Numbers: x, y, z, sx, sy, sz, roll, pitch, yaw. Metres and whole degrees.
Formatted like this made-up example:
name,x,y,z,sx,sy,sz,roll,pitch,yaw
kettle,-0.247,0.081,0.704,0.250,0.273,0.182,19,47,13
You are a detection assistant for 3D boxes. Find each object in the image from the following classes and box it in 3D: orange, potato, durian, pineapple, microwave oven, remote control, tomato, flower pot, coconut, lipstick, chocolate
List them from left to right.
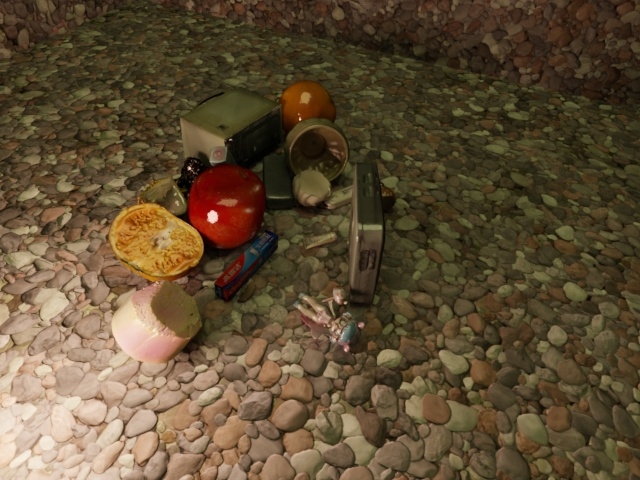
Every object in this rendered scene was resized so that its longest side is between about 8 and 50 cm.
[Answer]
name,x,y,z,sx,sy,sz,roll,pitch,yaw
orange,-0.594,0.010,1.576,0.310,0.274,0.274,44,42,-24
coconut,-0.509,0.256,1.359,0.233,0.245,0.233,33,34,-26
durian,-0.651,-0.141,1.789,0.138,0.183,0.250,-35,25,18
chocolate,-0.574,-0.310,1.965,0.156,0.133,0.156,1,44,-1
tomato,-0.367,-0.130,1.707,0.289,0.293,0.325,4,52,-23
lipstick,-0.389,-0.295,1.860,0.077,0.290,0.076,-1,71,5
microwave oven,-0.418,-0.518,2.098,0.333,0.247,0.394,30,51,21
potato,-0.268,0.184,1.585,0.037,0.036,0.093,38,67,-17
orange,-0.070,-0.646,2.214,0.312,0.312,0.312,2,46,-2
flower pot,-0.024,-0.427,2.024,0.307,0.308,0.244,-5,31,-9
remote control,0.112,-0.203,1.974,0.221,0.042,0.078,-22,53,-22
pineapple,0.270,-0.216,1.968,0.108,0.108,0.198,-4,36,-8

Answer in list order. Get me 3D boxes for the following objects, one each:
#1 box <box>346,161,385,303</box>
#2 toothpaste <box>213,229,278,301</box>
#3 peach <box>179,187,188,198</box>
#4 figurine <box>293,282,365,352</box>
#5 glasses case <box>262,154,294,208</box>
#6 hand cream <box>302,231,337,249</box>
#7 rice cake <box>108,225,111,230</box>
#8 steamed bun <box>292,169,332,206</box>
name,x,y,z,sx,sy,sz,roll,pitch,yaw
box,0.156,-0.027,1.566,0.111,0.396,0.397,2,47,0
toothpaste,-0.271,0.088,1.642,0.066,0.076,0.320,26,50,15
peach,-0.620,-0.199,1.908,0.083,0.050,0.077,-4,23,-21
figurine,0.036,0.247,1.485,0.260,0.103,0.205,29,76,27
glasses case,-0.196,-0.272,1.995,0.131,0.074,0.323,-3,46,-6
hand cream,0.000,0.000,1.782,0.143,0.039,0.061,-14,55,-5
rice cake,-0.663,-0.032,1.743,0.364,0.056,0.073,9,48,5
steamed bun,-0.043,-0.222,1.907,0.182,0.106,0.183,13,54,-18
